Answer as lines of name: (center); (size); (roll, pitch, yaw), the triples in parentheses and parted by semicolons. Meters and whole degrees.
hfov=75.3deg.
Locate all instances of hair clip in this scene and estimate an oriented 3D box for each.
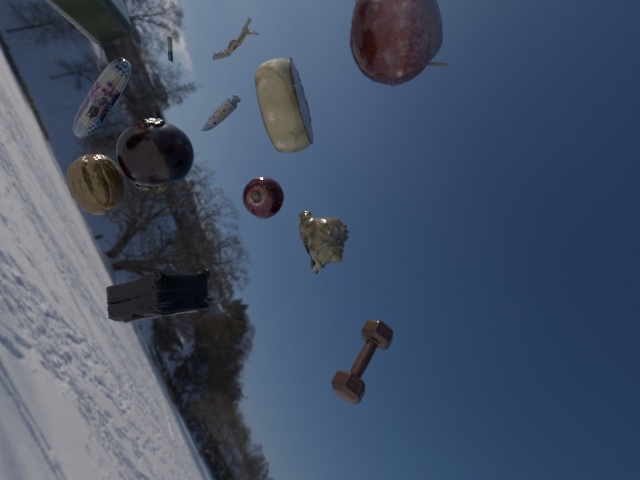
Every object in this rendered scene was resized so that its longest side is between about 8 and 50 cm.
hair clip: (-0.346, -0.803, 1.699); (0.072, 0.226, 0.034); (42, 11, -39)

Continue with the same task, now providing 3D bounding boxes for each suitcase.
suitcase: (-0.676, 0.232, 1.745); (0.339, 0.345, 0.188); (-12, -97, 23)

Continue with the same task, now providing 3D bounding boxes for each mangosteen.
mangosteen: (-0.692, -0.333, 1.760); (0.306, 0.306, 0.360); (39, -45, 44)

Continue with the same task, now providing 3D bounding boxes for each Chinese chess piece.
Chinese chess piece: (-0.100, -0.395, 1.227); (0.270, 0.112, 0.270); (-12, 90, -81)

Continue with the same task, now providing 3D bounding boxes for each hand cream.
hand cream: (-0.343, -0.436, 1.431); (0.043, 0.171, 0.065); (49, -16, -30)

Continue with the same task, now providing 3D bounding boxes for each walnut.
walnut: (-0.946, -0.240, 1.757); (0.225, 0.225, 0.261); (-23, -93, 66)

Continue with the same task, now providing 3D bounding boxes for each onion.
onion: (-0.240, -0.181, 1.745); (0.177, 0.153, 0.177); (6, -61, 11)

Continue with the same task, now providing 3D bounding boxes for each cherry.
cherry: (0.235, -0.669, 1.282); (0.291, 0.326, 0.335); (14, -42, 25)

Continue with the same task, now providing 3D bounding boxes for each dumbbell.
dumbbell: (0.114, 0.314, 1.097); (0.092, 0.231, 0.082); (38, -34, -1)

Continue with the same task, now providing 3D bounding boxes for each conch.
conch: (0.011, 0.002, 1.738); (0.324, 0.186, 0.263); (-110, -147, -50)

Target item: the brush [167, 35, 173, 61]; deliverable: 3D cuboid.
brush: (-0.457, -0.580, 1.261); (0.016, 0.013, 0.084); (22, -37, -2)

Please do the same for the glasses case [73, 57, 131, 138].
glasses case: (-0.794, -0.516, 1.506); (0.076, 0.327, 0.125); (32, 5, -46)

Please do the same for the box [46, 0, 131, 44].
box: (-0.784, -0.868, 1.306); (0.344, 0.177, 0.352); (152, -82, -87)
